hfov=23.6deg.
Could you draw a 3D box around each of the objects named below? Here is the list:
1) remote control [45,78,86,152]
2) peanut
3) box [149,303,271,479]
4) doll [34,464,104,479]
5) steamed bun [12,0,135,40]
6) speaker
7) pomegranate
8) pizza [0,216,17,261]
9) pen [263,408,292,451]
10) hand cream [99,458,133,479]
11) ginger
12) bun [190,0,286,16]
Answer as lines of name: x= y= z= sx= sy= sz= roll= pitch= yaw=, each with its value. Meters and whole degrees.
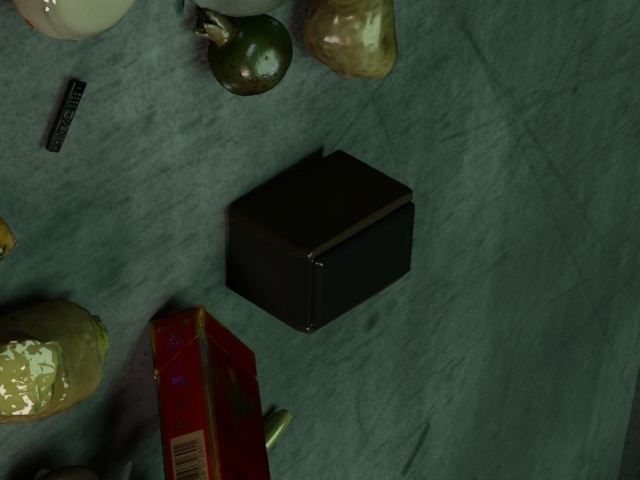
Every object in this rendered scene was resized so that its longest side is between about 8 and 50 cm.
remote control: x=-0.302 y=-0.147 z=1.805 sx=0.091 sy=0.016 sz=0.034 roll=-68 pitch=166 yaw=6
peanut: x=0.037 y=-0.321 z=2.098 sx=0.137 sy=0.122 sz=0.253 roll=-36 pitch=138 yaw=-27
box: x=-0.146 y=0.270 z=2.114 sx=0.197 sy=0.089 sz=0.313 roll=48 pitch=29 yaw=-56
doll: x=-0.366 y=0.346 z=1.999 sx=0.188 sy=0.096 sz=0.145 roll=3 pitch=135 yaw=-48
steamed bun: x=-0.261 y=-0.328 z=1.619 sx=0.177 sy=0.131 sz=0.228 roll=-11 pitch=122 yaw=-52
speaker: x=0.000 y=0.000 z=2.220 sx=0.231 sy=0.192 sz=0.153 roll=-31 pitch=138 yaw=-37
pomegranate: x=-0.103 y=-0.249 z=1.956 sx=0.142 sy=0.114 sz=0.114 roll=35 pitch=82 yaw=-36
pizza: x=-0.424 y=0.042 z=1.721 sx=0.201 sy=0.053 sz=0.193 roll=3 pitch=109 yaw=-58
pen: x=-0.127 y=0.359 z=2.444 sx=0.233 sy=0.040 sz=0.032 roll=-49 pitch=146 yaw=-17
hand cream: x=-0.295 y=0.397 z=2.057 sx=0.048 sy=0.079 sz=0.255 roll=43 pitch=29 yaw=-26
ginger: x=-0.348 y=0.151 z=1.841 sx=0.267 sy=0.152 sz=0.138 roll=-29 pitch=111 yaw=-69
bun: x=-0.054 y=-0.414 z=1.729 sx=0.354 sy=0.194 sz=0.354 roll=14 pitch=90 yaw=-84
